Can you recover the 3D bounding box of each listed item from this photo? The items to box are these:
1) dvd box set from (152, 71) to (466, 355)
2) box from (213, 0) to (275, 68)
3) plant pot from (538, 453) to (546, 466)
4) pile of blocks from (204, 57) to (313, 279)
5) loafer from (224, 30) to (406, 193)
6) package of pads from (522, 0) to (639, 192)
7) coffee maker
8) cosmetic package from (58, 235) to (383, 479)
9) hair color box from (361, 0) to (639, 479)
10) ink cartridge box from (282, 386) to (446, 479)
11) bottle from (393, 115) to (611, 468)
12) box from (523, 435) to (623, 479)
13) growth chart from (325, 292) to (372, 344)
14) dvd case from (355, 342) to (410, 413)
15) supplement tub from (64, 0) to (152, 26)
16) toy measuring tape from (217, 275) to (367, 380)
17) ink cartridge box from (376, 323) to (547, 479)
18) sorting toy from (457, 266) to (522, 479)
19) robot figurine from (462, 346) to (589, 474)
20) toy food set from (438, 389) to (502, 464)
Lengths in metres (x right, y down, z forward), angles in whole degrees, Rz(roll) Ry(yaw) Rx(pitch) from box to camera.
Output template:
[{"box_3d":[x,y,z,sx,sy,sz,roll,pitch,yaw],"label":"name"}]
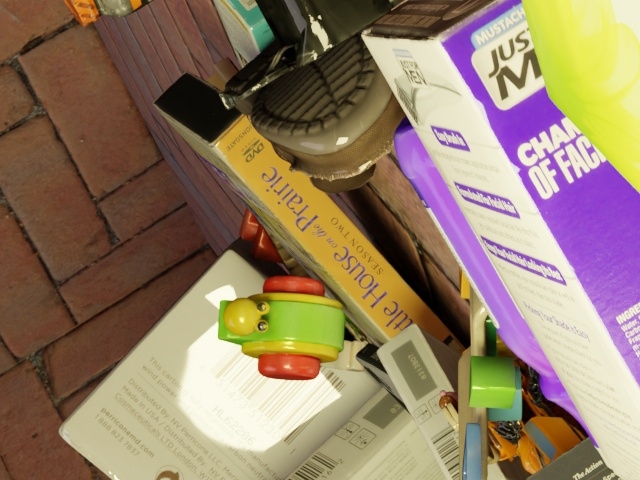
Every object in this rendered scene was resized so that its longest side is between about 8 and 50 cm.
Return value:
[{"box_3d":[0.000,0.000,2.040,0.420,0.062,0.307,48,177,-19],"label":"dvd box set"},{"box_3d":[-0.038,-0.177,1.883,0.100,0.060,0.244,51,170,37],"label":"box"},{"box_3d":[0.181,0.439,2.064,0.334,0.305,0.334,56,172,12],"label":"plant pot"},{"box_3d":[-0.070,-0.058,2.400,0.362,0.113,0.149,56,173,10],"label":"pile of blocks"},{"box_3d":[0.018,-0.111,1.621,0.130,0.134,0.366,49,180,-15],"label":"loafer"},{"box_3d":[0.156,-0.110,0.709,0.229,0.101,0.296,53,172,41],"label":"package of pads"},{"box_3d":[-0.030,-0.213,1.238,0.120,0.171,0.178,-18,109,55],"label":"coffee maker"},{"box_3d":[-0.103,0.222,2.501,0.329,0.327,0.393,42,-177,-1],"label":"cosmetic package"},{"box_3d":[0.166,-0.002,1.079,0.339,0.110,0.185,58,174,-13],"label":"hair color box"},{"box_3d":[0.107,0.374,2.233,0.091,0.308,0.385,24,149,48],"label":"ink cartridge box"},{"box_3d":[0.155,0.021,1.235,0.283,0.092,0.118,59,-152,-11],"label":"bottle"},{"box_3d":[0.234,0.224,1.389,0.158,0.156,0.093,56,173,18],"label":"box"},{"box_3d":[0.077,0.135,2.337,0.237,0.021,0.172,46,165,-15],"label":"growth chart"},{"box_3d":[0.125,0.192,1.999,0.179,0.029,0.239,47,175,-8],"label":"dvd case"},{"box_3d":[-0.169,-0.290,1.759,0.117,0.190,0.117,57,173,10],"label":"supplement tub"},{"box_3d":[0.002,0.109,2.070,0.121,0.121,0.330,54,-163,29],"label":"toy measuring tape"},{"box_3d":[0.159,0.196,1.836,0.189,0.066,0.232,60,-170,28],"label":"ink cartridge box"},{"box_3d":[0.137,0.072,1.464,0.347,0.047,0.196,-85,-3,-55],"label":"sorting toy"},{"box_3d":[0.217,0.188,1.626,0.291,0.085,0.211,51,169,44],"label":"robot figurine"},{"box_3d":[0.123,0.160,1.581,0.078,0.019,0.122,56,-171,13],"label":"toy food set"}]
